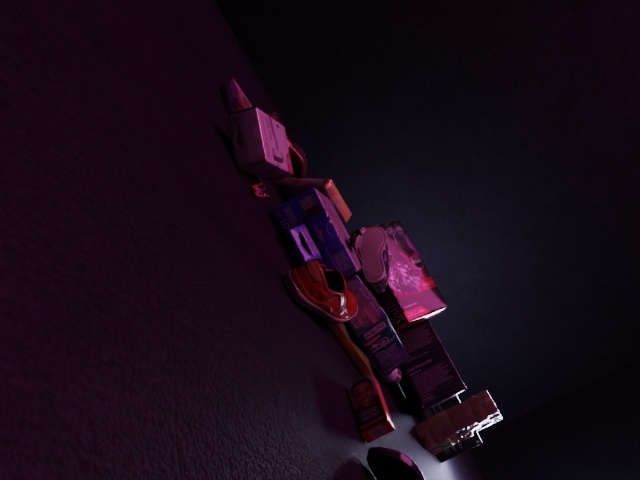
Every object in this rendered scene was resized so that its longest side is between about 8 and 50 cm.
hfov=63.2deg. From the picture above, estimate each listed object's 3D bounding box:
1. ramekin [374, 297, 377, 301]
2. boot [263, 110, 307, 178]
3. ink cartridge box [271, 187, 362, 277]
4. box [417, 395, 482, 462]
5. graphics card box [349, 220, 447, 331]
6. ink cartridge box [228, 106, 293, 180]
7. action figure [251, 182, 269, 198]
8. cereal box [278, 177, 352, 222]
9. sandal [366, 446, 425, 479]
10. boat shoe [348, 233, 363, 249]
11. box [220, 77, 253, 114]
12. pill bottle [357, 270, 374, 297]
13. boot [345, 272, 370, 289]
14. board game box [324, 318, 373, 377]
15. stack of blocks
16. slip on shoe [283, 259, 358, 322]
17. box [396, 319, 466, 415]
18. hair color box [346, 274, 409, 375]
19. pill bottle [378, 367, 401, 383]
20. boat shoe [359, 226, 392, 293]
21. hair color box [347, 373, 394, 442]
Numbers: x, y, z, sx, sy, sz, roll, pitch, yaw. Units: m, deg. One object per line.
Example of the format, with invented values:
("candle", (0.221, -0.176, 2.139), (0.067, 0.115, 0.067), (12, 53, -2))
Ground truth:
("ramekin", (0.263, 0.231, 2.119), (0.273, 0.273, 0.127), (53, 24, -48))
("boot", (-0.151, -0.288, 1.692), (0.263, 0.096, 0.280), (67, 21, -16))
("ink cartridge box", (0.000, 0.000, 1.564), (0.269, 0.151, 0.395), (62, 5, 5))
("box", (0.512, 0.737, 2.131), (0.261, 0.185, 0.103), (63, 8, 15))
("graphics card box", (0.267, 0.116, 1.829), (0.233, 0.094, 0.370), (-11, 66, -41))
("ink cartridge box", (-0.166, -0.269, 1.481), (0.218, 0.092, 0.158), (7, 71, -72))
("action figure", (-0.168, -0.136, 1.432), (0.115, 0.030, 0.038), (-16, 81, -81))
("cereal box", (-0.021, -0.146, 1.857), (0.240, 0.047, 0.173), (9, -37, 45))
("sandal", (0.175, 0.519, 1.039), (0.254, 0.097, 0.054), (59, 34, -9))
("boat shoe", (0.101, 0.000, 1.549), (0.125, 0.038, 0.046), (-25, 128, -78))
("box", (-0.242, -0.409, 1.847), (0.293, 0.057, 0.200), (54, 9, -41))
("pill bottle", (0.183, 0.159, 1.961), (0.117, 0.215, 0.117), (60, 8, -13))
("boot", (0.067, 0.149, 1.811), (0.176, 0.088, 0.244), (31, 23, 17))
("board game box", (0.069, 0.264, 1.483), (0.259, 0.039, 0.124), (60, 6, -26))
("stack of blocks", (0.515, 0.677, 1.927), (0.171, 0.297, 0.087), (50, 13, -52))
("slip on shoe", (0.028, 0.129, 1.318), (0.331, 0.101, 0.123), (35, 21, -58))
("box", (0.372, 0.470, 1.968), (0.312, 0.179, 0.343), (63, -5, 21))
("hair color box", (0.159, 0.271, 1.613), (0.173, 0.105, 0.347), (54, -3, 38))
("pill bottle", (0.233, 0.451, 1.771), (0.067, 0.067, 0.120), (65, 8, 29))
("boat shoe", (0.179, 0.057, 1.647), (0.254, 0.095, 0.079), (-92, 164, -50))
("hair color box", (0.113, 0.381, 1.188), (0.043, 0.072, 0.141), (57, 7, -29))
